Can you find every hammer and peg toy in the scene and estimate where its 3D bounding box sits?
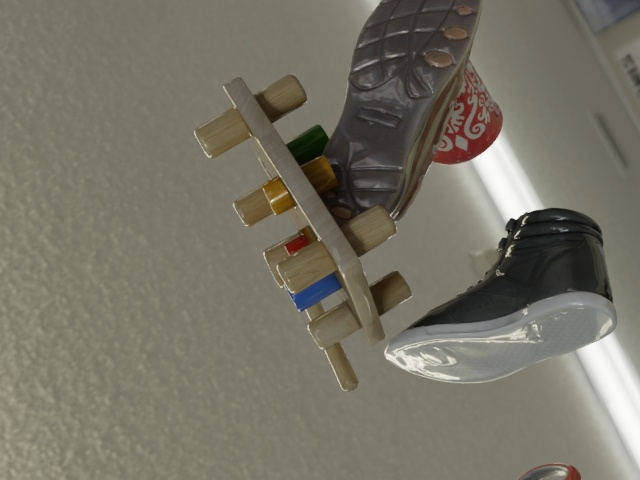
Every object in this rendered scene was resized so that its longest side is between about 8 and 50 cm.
[{"bbox_3d":[0.000,0.000,1.269,0.266,0.127,0.361,57,175,25],"label":"hammer and peg toy"}]

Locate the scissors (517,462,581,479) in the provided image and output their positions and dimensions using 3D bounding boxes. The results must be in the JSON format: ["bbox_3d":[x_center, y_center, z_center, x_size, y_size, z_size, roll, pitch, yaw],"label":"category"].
[{"bbox_3d":[0.273,0.261,1.148,0.109,0.297,0.021,-43,-85,-28],"label":"scissors"}]

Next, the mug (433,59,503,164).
[{"bbox_3d":[0.134,-0.196,1.386,0.150,0.113,0.169,50,178,43],"label":"mug"}]

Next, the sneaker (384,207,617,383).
[{"bbox_3d":[0.197,0.060,1.234,0.104,0.295,0.147,36,-130,-29],"label":"sneaker"}]

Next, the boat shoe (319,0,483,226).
[{"bbox_3d":[0.090,-0.152,1.239,0.123,0.324,0.116,24,173,21],"label":"boat shoe"}]
